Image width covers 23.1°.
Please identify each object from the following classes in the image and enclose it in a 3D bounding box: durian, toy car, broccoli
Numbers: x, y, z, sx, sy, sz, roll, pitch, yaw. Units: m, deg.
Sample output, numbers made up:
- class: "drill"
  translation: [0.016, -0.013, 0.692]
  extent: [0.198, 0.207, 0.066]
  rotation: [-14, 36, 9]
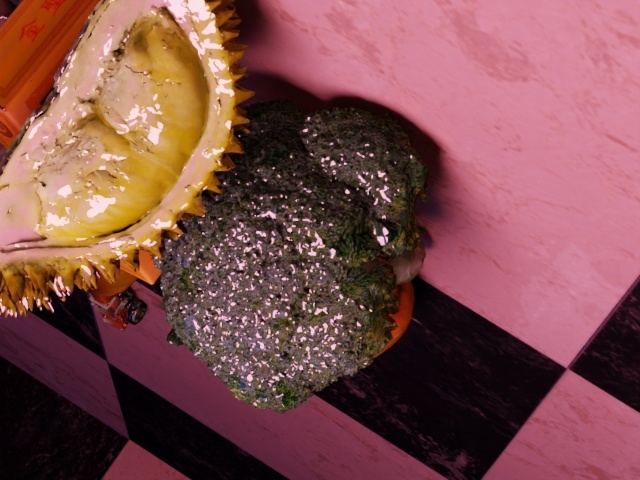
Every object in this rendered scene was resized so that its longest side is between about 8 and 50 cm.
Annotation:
- class: "durian"
  translation: [-0.170, -0.078, 1.227]
  extent: [0.169, 0.352, 0.158]
  rotation: [32, -169, -33]
- class: "toy car"
  translation: [-0.303, 0.078, 2.264]
  extent: [0.073, 0.054, 0.143]
  rotation: [26, 161, 21]
- class: "broccoli"
  translation: [0.000, 0.000, 1.332]
  extent: [0.269, 0.269, 0.254]
  rotation: [114, 137, -72]

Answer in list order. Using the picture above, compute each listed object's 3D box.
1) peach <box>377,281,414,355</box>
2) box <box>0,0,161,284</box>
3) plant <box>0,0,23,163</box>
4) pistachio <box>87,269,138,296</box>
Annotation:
- class: "peach"
  translation: [0.026, 0.056, 1.525]
  extent: [0.138, 0.138, 0.138]
  rotation: [31, 162, 11]
- class: "box"
  translation: [-0.180, -0.108, 1.378]
  extent: [0.076, 0.174, 0.274]
  rotation: [22, 159, 34]
- class: "plant"
  translation: [-0.272, -0.111, 1.537]
  extent: [0.194, 0.181, 0.320]
  rotation: [28, 166, 18]
- class: "pistachio"
  translation: [-0.258, 0.000, 1.927]
  extent: [0.110, 0.100, 0.189]
  rotation: [11, 151, 1]
